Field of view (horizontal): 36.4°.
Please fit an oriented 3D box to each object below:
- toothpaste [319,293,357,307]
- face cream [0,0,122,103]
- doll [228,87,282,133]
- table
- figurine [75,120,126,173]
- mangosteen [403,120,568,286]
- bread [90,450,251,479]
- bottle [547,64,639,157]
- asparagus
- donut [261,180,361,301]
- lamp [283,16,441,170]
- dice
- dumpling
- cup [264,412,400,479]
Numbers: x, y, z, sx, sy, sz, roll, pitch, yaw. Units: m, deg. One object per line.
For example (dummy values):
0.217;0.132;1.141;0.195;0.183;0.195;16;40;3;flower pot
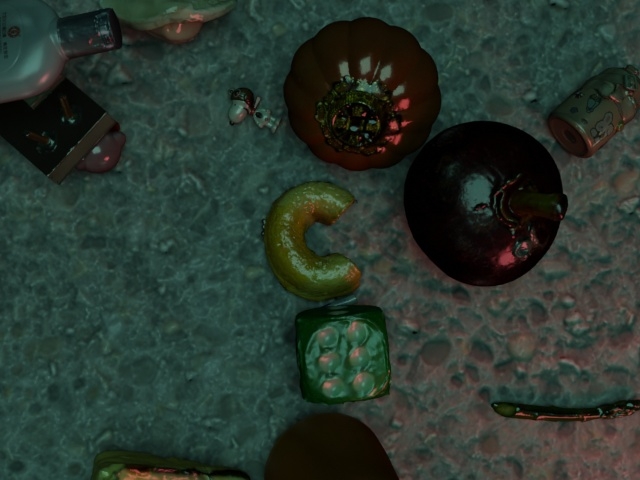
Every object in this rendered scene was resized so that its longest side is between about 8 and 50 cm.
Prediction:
0.014;0.102;1.441;0.083;0.015;0.024;-26;91;-1;toothpaste
-0.399;-0.244;1.240;0.291;0.071;0.144;-12;72;6;face cream
-0.097;-0.192;1.432;0.085;0.040;0.058;11;99;-1;doll
-0.418;-0.206;1.329;0.240;0.111;0.121;39;84;15;table
-0.317;-0.131;1.391;0.083;0.067;0.071;-21;51;-7;figurine
0.242;-0.051;1.346;0.236;0.261;0.235;-1;92;-23;mangosteen
-0.212;0.432;1.319;0.236;0.198;0.263;13;88;-13;bread
0.424;-0.203;1.460;0.152;0.099;0.099;-40;92;-8;bottle
0.374;0.256;1.464;0.236;0.027;0.034;0;98;-6;asparagus
-0.012;-0.002;1.414;0.146;0.078;0.181;-1;85;-8;donut
0.058;-0.203;1.369;0.223;0.196;0.223;4;123;7;lamp
0.031;0.160;1.379;0.131;0.120;0.128;-4;93;-4;dice
-0.221;-0.337;1.381;0.199;0.118;0.136;3;43;5;dumpling
0.037;0.372;1.316;0.182;0.264;0.226;-7;99;-14;cup
